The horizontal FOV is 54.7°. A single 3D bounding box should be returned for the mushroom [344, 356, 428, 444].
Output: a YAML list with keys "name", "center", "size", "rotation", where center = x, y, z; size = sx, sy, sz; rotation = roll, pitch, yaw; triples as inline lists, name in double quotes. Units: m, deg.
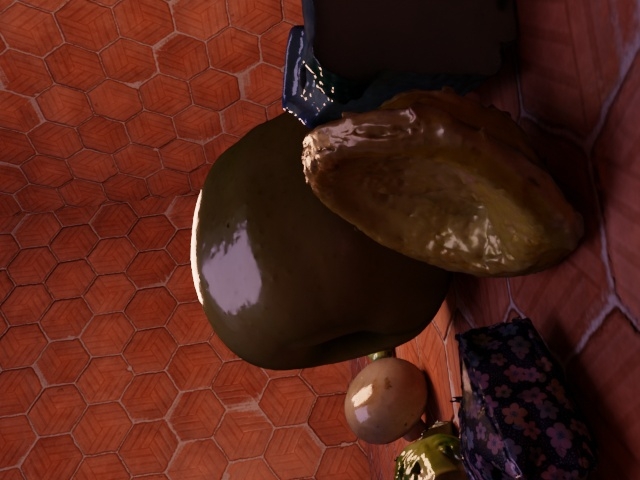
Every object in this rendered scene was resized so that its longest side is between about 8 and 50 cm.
- name: "mushroom"
  center: [0.168, 0.383, 1.410]
  size: [0.215, 0.207, 0.207]
  rotation: [50, -169, -25]

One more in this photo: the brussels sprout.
- name: "brussels sprout"
  center: [0.202, 0.427, 1.031]
  size: [0.223, 0.161, 0.223]
  rotation: [-172, 90, -77]

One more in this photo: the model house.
- name: "model house"
  center: [0.051, -0.276, 0.799]
  size: [0.329, 0.251, 0.295]
  rotation: [147, 117, -71]

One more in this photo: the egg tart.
- name: "egg tart"
  center: [0.129, -0.067, 0.660]
  size: [0.315, 0.314, 0.120]
  rotation: [96, -164, -71]

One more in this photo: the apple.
- name: "apple"
  center: [0.000, 0.000, 1.083]
  size: [0.473, 0.473, 0.474]
  rotation: [173, 90, -86]

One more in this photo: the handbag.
- name: "handbag"
  center: [0.218, 0.224, 0.676]
  size: [0.229, 0.126, 0.208]
  rotation: [-103, 1, -51]

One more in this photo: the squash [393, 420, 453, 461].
- name: "squash"
  center: [0.219, 0.503, 1.188]
  size: [0.137, 0.137, 0.288]
  rotation: [104, 156, -78]

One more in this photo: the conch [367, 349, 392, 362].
- name: "conch"
  center: [0.170, 0.289, 1.785]
  size: [0.095, 0.079, 0.201]
  rotation: [69, -155, -47]
